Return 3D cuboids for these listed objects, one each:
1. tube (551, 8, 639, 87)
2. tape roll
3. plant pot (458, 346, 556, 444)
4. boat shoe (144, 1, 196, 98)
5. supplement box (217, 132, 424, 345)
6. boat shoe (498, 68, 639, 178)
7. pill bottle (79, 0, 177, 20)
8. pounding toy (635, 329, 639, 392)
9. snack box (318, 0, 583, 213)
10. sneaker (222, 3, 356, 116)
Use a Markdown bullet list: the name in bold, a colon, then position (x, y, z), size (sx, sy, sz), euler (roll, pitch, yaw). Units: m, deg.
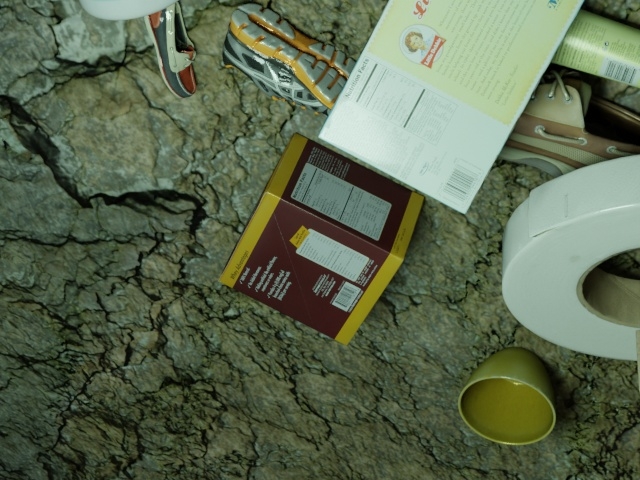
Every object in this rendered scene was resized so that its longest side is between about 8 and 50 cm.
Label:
- **tube**: position (0.269, -0.237, 1.571), size (0.240, 0.070, 0.062), euler (18, 167, 8)
- **tape roll**: position (0.407, 0.029, 1.650), size (0.392, 0.072, 0.392), euler (4, 149, 2)
- **plant pot**: position (0.266, 0.204, 1.925), size (0.134, 0.095, 0.134), euler (10, 133, 11)
- **boat shoe**: position (-0.180, -0.239, 1.739), size (0.043, 0.049, 0.137), euler (-5, 123, 21)
- **supplement box**: position (0.000, 0.000, 1.823), size (0.194, 0.129, 0.191), euler (27, 134, -4)
- **boat shoe**: position (0.267, -0.150, 1.611), size (0.324, 0.123, 0.116), euler (24, 130, -13)
- **pill bottle**: position (-0.240, -0.392, 1.558), size (0.146, 0.146, 0.264), euler (0, 129, 21)
- **pounding toy**: position (0.489, 0.146, 1.672), size (0.206, 0.094, 0.181), euler (-6, 148, 17)
- **snack box**: position (0.153, -0.213, 1.518), size (0.187, 0.060, 0.322), euler (28, 101, -2)
- **sneaker**: position (-0.027, -0.201, 1.697), size (0.215, 0.084, 0.083), euler (37, 135, 0)
